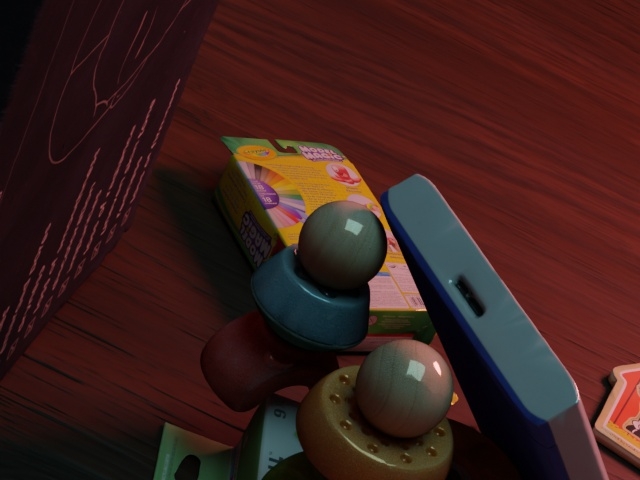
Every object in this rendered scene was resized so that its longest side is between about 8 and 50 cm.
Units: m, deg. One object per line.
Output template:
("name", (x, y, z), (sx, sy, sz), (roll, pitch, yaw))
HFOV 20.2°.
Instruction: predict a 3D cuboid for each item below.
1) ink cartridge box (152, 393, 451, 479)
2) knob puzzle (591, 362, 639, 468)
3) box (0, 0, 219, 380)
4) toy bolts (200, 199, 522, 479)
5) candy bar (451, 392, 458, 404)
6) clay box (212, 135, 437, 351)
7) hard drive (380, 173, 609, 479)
("ink cartridge box", (-0.007, 0.173, 1.236), (0.209, 0.062, 0.109), (22, 33, -10))
("knob puzzle", (0.335, 0.161, 1.546), (0.213, 0.030, 0.213), (20, 33, -13))
("box", (-0.252, -0.143, 1.104), (0.297, 0.480, 0.472), (27, 31, 1))
("toy bolts", (0.047, 0.085, 1.190), (0.218, 0.158, 0.228), (-1, 41, -39))
("candy bar", (0.053, 0.139, 1.373), (0.040, 0.018, 0.161), (38, 32, 16))
("clay box", (0.000, 0.000, 1.496), (0.127, 0.053, 0.222), (3, 39, -34))
("hard drive", (0.139, 0.119, 1.243), (0.040, 0.319, 0.210), (-31, 52, -3))
